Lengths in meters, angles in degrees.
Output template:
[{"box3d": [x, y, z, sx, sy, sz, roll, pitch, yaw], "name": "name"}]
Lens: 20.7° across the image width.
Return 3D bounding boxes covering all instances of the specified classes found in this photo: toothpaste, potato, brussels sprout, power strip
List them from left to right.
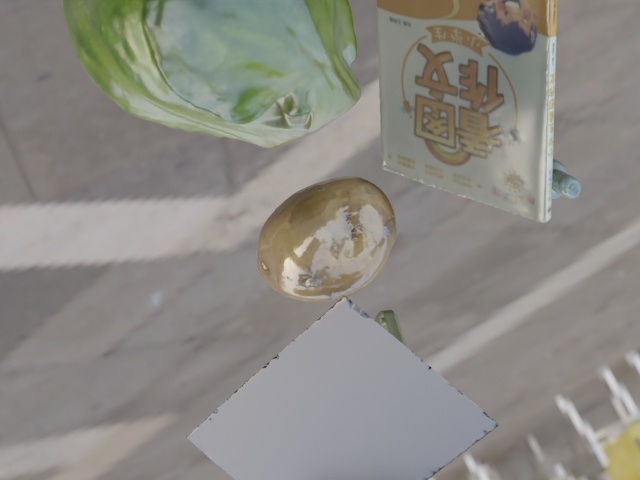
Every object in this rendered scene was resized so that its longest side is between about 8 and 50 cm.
[{"box3d": [-0.086, -0.197, 1.571, 0.219, 0.271, 0.210, -48, -176, -33], "name": "brussels sprout"}, {"box3d": [0.002, -0.002, 1.674, 0.147, 0.112, 0.112, -34, 163, 10], "name": "potato"}, {"box3d": [0.070, 0.148, 2.047, 0.028, 0.076, 0.169, -9, 153, -17], "name": "power strip"}, {"box3d": [0.208, -0.085, 1.894, 0.037, 0.067, 0.255, -30, -155, -13], "name": "toothpaste"}]

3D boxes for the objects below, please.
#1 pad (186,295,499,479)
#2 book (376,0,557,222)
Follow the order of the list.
[{"box3d": [0.013, 0.156, 1.429, 0.243, 0.163, 0.004, -44, -171, 39], "name": "pad"}, {"box3d": [0.145, -0.174, 1.761, 0.020, 0.208, 0.295, -36, 134, -41], "name": "book"}]
